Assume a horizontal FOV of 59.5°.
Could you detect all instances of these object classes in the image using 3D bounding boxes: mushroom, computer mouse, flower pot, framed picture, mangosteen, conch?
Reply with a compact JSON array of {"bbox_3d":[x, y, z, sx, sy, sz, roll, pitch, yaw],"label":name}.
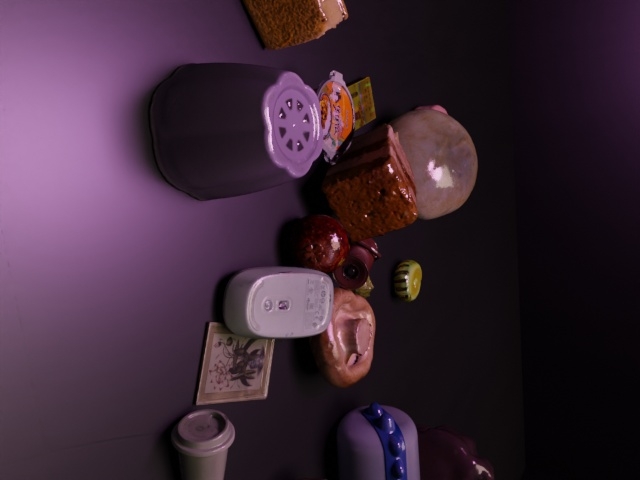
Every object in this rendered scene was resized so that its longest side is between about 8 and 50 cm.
[{"bbox_3d":[0.316,-0.231,1.705,0.352,0.260,0.352,3,83,-30],"label":"mushroom"},{"bbox_3d":[-0.094,0.138,1.247,0.288,0.097,0.160,4,89,-45],"label":"computer mouse"},{"bbox_3d":[-0.141,-0.205,1.035,0.265,0.243,0.265,-7,98,-53],"label":"flower pot"},{"bbox_3d":[-0.179,0.268,1.225,0.231,0.010,0.173,16,80,-56],"label":"framed picture"},{"bbox_3d":[0.061,0.246,1.469,0.278,0.146,0.278,20,66,-54],"label":"mushroom"},{"bbox_3d":[-0.009,0.006,1.370,0.145,0.181,0.156,-28,107,-3],"label":"mangosteen"},{"bbox_3d":[0.110,0.121,1.615,0.121,0.074,0.089,14,65,-35],"label":"conch"}]

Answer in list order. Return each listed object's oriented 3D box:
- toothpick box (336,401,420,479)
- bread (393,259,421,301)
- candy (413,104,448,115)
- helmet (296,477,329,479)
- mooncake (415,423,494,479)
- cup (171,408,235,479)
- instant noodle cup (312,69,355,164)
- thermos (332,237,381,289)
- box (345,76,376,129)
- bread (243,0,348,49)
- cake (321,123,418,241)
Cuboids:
[{"bbox_3d":[0.167,0.625,1.565,0.263,0.263,0.355,-16,105,-55],"label":"toothpick box"},{"bbox_3d":[0.287,0.134,1.864,0.130,0.071,0.139,0,92,-59],"label":"bread"},{"bbox_3d":[0.378,-0.349,1.935,0.255,0.094,0.255,-7,99,-55],"label":"candy"},{"bbox_3d":[-0.051,0.654,1.371,0.175,0.106,0.155,-7,96,-51],"label":"helmet"},{"bbox_3d":[0.343,0.760,1.744,0.381,0.350,0.212,-58,152,6],"label":"mooncake"},{"bbox_3d":[-0.226,0.414,1.087,0.120,0.120,0.141,-27,127,-52],"label":"cup"},{"bbox_3d":[-0.014,-0.284,1.319,0.177,0.125,0.208,30,69,-53],"label":"instant noodle cup"},{"bbox_3d":[0.101,0.048,1.533,0.124,0.099,0.232,-56,180,23],"label":"thermos"},{"bbox_3d":[0.091,-0.373,1.557,0.193,0.030,0.121,-41,126,-48],"label":"box"},{"bbox_3d":[-0.078,-0.549,1.149,0.275,0.184,0.114,61,40,-39],"label":"bread"},{"bbox_3d":[0.141,-0.164,1.452,0.196,0.198,0.293,55,28,-27],"label":"cake"}]
